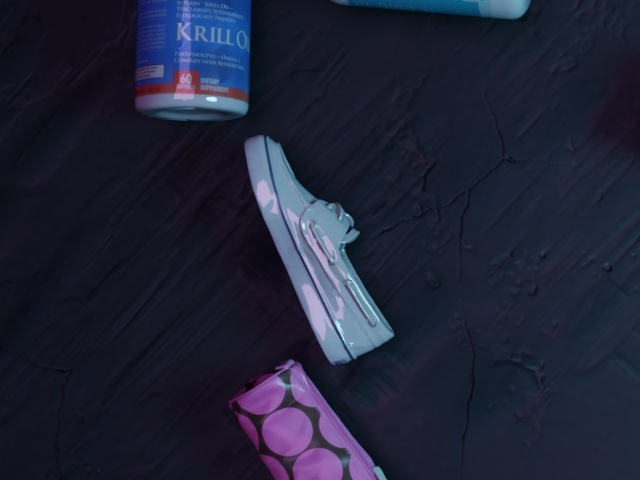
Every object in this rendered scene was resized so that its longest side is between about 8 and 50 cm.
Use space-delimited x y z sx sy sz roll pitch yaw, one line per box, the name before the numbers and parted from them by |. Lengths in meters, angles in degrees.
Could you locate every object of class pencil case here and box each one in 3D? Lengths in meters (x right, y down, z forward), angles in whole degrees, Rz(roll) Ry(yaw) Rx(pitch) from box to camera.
pencil case | -0.003 0.221 1.471 0.209 0.095 0.098 51 124 11

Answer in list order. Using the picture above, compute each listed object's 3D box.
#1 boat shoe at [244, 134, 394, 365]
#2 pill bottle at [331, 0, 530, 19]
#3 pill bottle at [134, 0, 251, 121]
boat shoe | 0.000 0.000 1.491 0.084 0.095 0.258 -24 92 7
pill bottle | 0.088 -0.309 1.452 0.264 0.146 0.146 7 88 13
pill bottle | -0.135 -0.244 1.510 0.124 0.124 0.221 0 87 13
